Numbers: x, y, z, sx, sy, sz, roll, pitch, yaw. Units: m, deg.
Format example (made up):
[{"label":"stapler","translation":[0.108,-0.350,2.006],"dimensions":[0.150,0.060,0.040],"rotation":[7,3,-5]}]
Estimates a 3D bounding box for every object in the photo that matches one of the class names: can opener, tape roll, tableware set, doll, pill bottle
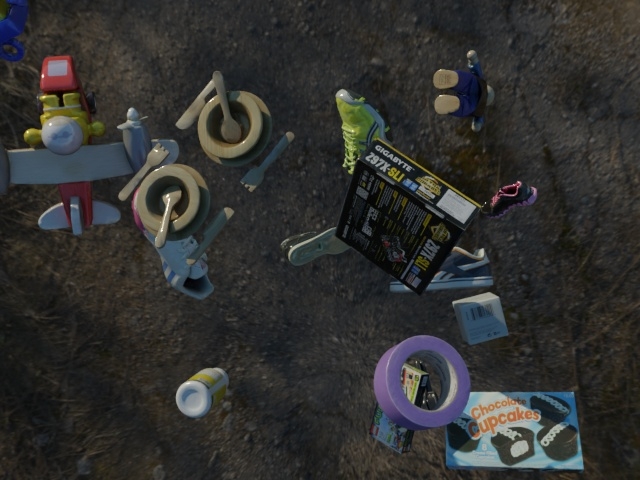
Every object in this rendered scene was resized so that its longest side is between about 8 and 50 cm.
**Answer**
[{"label":"can opener","translation":[0.329,0.461,1.888],"dimensions":[0.073,0.059,0.186],"rotation":[-29,53,24]},{"label":"tape roll","translation":[0.213,0.301,1.279],"dimensions":[0.189,0.080,0.189],"rotation":[5,67,-13]},{"label":"tableware set","translation":[-0.133,-0.085,0.665],"dimensions":[0.128,0.039,0.194],"rotation":[41,94,14]},{"label":"doll","translation":[0.241,-0.240,0.979],"dimensions":[0.046,0.189,0.129],"rotation":[1,98,34]},{"label":"pill bottle","translation":[-0.325,0.422,1.712],"dimensions":[0.103,0.184,0.103],"rotation":[1,94,12]}]

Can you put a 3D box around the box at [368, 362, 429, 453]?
[{"label":"box","translation":[0.197,0.417,1.538],"dimensions":[0.114,0.036,0.207],"rotation":[17,95,45]}]

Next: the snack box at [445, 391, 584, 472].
[{"label":"snack box","translation":[0.480,0.481,1.533],"dimensions":[0.321,0.060,0.187],"rotation":[-5,59,17]}]

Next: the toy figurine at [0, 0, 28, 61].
[{"label":"toy figurine","translation":[-0.456,-0.354,0.818],"dimensions":[0.362,0.217,0.191],"rotation":[-21,43,11]}]

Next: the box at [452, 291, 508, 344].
[{"label":"box","translation":[0.394,0.192,1.497],"dimensions":[0.101,0.087,0.102],"rotation":[-15,94,0]}]

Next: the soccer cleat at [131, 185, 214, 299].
[{"label":"soccer cleat","translation":[-0.320,0.006,1.389],"dimensions":[0.143,0.331,0.116],"rotation":[30,58,31]}]

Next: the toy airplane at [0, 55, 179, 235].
[{"label":"toy airplane","translation":[-0.590,-0.199,1.418],"dimensions":[0.384,0.272,0.386],"rotation":[40,78,-9]}]

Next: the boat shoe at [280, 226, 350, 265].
[{"label":"boat shoe","translation":[0.000,0.000,1.690],"dimensions":[0.233,0.079,0.084],"rotation":[-17,119,-26]}]

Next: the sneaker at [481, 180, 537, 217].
[{"label":"sneaker","translation":[0.356,-0.083,1.176],"dimensions":[0.057,0.119,0.047],"rotation":[28,54,-30]}]

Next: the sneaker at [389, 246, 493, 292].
[{"label":"sneaker","translation":[0.354,0.088,1.811],"dimensions":[0.321,0.126,0.128],"rotation":[-4,84,-14]}]

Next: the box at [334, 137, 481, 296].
[{"label":"box","translation":[0.172,-0.038,1.320],"dimensions":[0.257,0.322,0.079],"rotation":[34,62,11]}]

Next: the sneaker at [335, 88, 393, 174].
[{"label":"sneaker","translation":[0.133,-0.272,1.807],"dimensions":[0.147,0.145,0.385],"rotation":[-37,124,-8]}]
